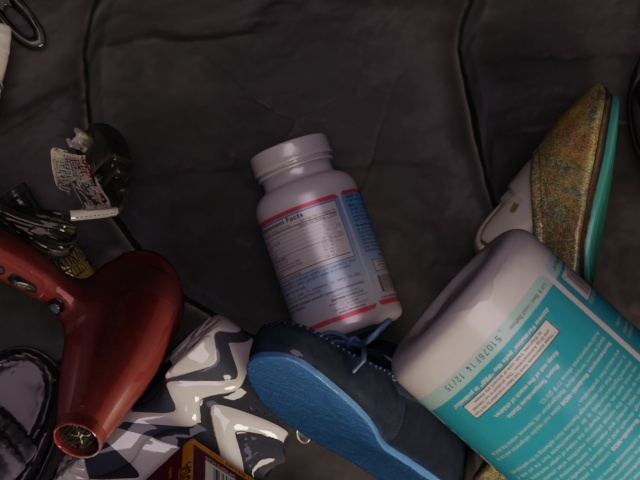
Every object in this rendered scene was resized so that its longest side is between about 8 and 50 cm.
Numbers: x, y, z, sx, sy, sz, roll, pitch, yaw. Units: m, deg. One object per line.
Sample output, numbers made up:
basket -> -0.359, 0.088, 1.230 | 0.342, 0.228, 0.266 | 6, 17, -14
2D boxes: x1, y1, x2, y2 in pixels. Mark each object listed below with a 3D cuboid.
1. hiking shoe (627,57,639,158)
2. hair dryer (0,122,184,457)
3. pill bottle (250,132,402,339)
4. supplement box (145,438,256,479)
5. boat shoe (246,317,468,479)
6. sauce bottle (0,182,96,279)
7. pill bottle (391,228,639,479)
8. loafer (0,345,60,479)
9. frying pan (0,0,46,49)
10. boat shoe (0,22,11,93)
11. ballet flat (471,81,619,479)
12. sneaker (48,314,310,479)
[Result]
hiking shoe -> 0.310, -0.161, 1.489 | 0.086, 0.114, 0.227 | 16, 83, 0
hair dryer -> -0.211, 0.037, 1.403 | 0.223, 0.080, 0.293 | -6, 56, -34
pill bottle -> 0.000, 0.000, 1.471 | 0.087, 0.087, 0.160 | -19, 84, -4
supplement box -> -0.119, 0.252, 1.385 | 0.104, 0.081, 0.188 | 37, 114, -22
boat shoe -> 0.029, 0.114, 1.409 | 0.109, 0.258, 0.089 | 5, 65, 32
sauce bottle -> -0.214, 0.012, 1.484 | 0.042, 0.042, 0.128 | -36, 87, -6
pill bottle -> 0.190, 0.126, 1.330 | 0.264, 0.146, 0.146 | 42, 83, -2
loafer -> -0.309, 0.208, 1.430 | 0.109, 0.095, 0.302 | 41, 83, 3
frying pan -> -0.372, -0.281, 1.515 | 0.197, 0.053, 0.326 | -20, 81, -4
boat shoe -> -0.381, -0.175, 1.477 | 0.267, 0.096, 0.088 | 15, 79, -1
ballet flat -> 0.172, 0.042, 1.463 | 0.123, 0.123, 0.349 | 5, 85, -2
sneaker -> -0.107, 0.187, 1.440 | 0.235, 0.094, 0.153 | -45, 97, 3
